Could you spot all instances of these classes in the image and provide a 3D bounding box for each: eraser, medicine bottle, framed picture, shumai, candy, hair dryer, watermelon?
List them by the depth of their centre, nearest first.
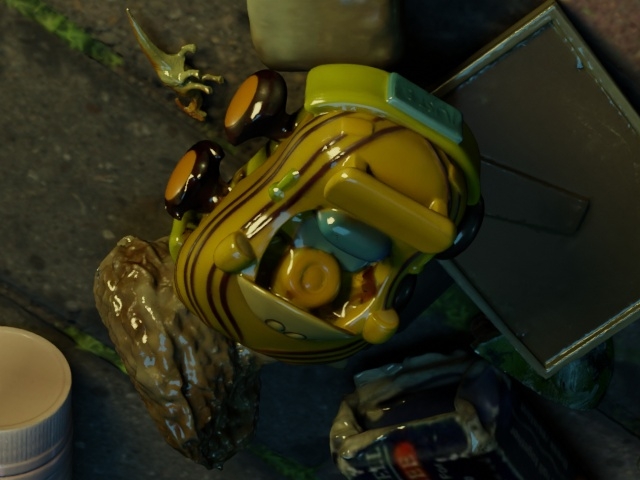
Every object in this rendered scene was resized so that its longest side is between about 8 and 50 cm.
[{"bbox_3d":[0.002,-0.221,1.280,0.104,0.102,0.234,1,132,7],"label":"candy"},{"bbox_3d":[0.169,-0.030,1.431,0.189,0.023,0.260,-36,113,15],"label":"framed picture"},{"bbox_3d":[-0.072,0.070,1.527,0.175,0.166,0.206,-26,140,-6],"label":"shumai"},{"bbox_3d":[0.107,0.036,1.529,0.173,0.050,0.195,19,134,-9],"label":"hair dryer"},{"bbox_3d":[0.192,0.086,1.561,0.155,0.080,0.101,41,88,-23],"label":"watermelon"},{"bbox_3d":[0.149,0.232,1.640,0.155,0.101,0.332,-15,130,31],"label":"eraser"},{"bbox_3d":[-0.278,0.203,1.656,0.133,0.133,0.250,8,130,0],"label":"medicine bottle"}]

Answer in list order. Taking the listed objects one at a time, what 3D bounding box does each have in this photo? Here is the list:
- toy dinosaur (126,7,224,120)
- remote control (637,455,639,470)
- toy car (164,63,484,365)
[{"bbox_3d":[-0.104,-0.129,1.419,0.041,0.026,0.113,-6,138,27],"label":"toy dinosaur"},{"bbox_3d":[0.357,0.059,1.515,0.107,0.044,0.377,10,131,-7],"label":"remote control"},{"bbox_3d":[0.000,0.000,1.339,0.200,0.142,0.248,26,131,-19],"label":"toy car"}]
